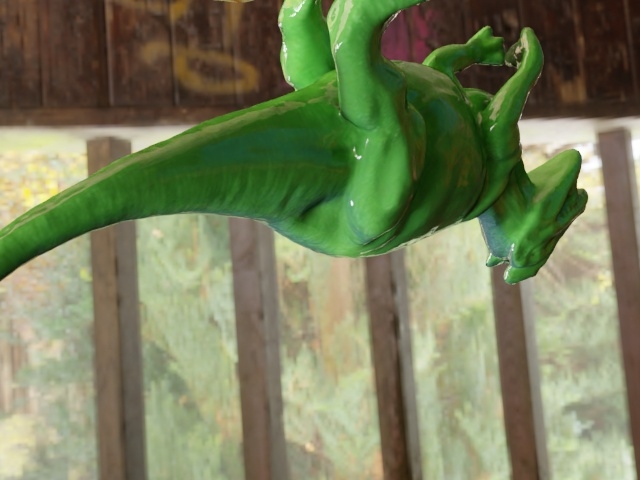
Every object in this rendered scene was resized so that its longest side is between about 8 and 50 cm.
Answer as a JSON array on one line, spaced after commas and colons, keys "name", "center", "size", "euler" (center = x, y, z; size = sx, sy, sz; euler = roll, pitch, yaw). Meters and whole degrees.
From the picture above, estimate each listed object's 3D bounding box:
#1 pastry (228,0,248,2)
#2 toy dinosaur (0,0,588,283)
[{"name": "pastry", "center": [-0.144, -0.444, 1.163], "size": [0.313, 0.388, 0.388], "euler": [-38, -177, -19]}, {"name": "toy dinosaur", "center": [0.000, 0.000, 0.735], "size": [0.144, 0.500, 0.374], "euler": [30, 154, 40]}]
